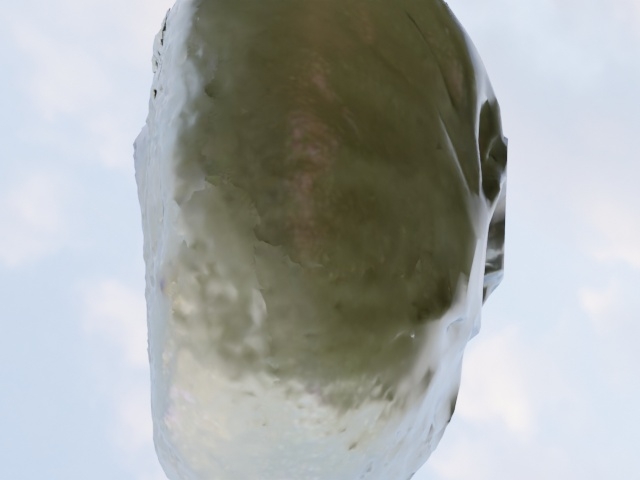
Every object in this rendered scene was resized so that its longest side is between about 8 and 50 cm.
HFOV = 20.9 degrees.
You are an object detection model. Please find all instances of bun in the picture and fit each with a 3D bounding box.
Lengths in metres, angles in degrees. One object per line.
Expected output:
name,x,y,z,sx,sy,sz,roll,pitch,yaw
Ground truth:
bun,0.000,-0.004,0.761,0.168,0.273,0.273,3,-133,2
